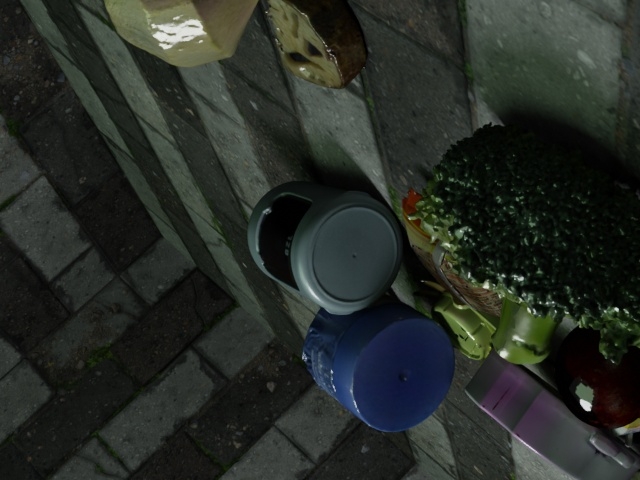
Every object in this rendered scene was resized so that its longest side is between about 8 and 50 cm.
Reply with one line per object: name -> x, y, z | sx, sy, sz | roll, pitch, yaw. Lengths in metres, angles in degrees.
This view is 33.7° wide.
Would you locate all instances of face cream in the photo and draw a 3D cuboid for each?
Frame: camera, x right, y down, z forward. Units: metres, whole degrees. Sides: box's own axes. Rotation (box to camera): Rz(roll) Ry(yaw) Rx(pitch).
face cream -> 0.117, 0.239, 2.176 | 0.249, 0.249, 0.225 | 55, 167, -28

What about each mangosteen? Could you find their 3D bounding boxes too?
mangosteen -> 0.450, 0.200, 1.580 | 0.200, 0.200, 0.200 | 43, 165, 14

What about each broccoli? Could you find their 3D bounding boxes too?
broccoli -> 0.270, 0.012, 1.453 | 0.397, 0.274, 0.353 | 137, 118, -83

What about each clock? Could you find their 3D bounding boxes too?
clock -> 0.285, 0.161, 2.109 | 0.232, 0.069, 0.170 | 44, 165, 13
clock -> 0.422, 0.334, 1.908 | 0.338, 0.102, 0.338 | 36, -177, -2

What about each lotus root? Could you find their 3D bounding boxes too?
lotus root -> -0.005, -0.318, 1.663 | 0.170, 0.074, 0.261 | 38, 164, 23

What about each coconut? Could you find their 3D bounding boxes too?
coconut -> -0.223, -0.411, 1.762 | 0.259, 0.259, 0.259 | 43, 165, 14

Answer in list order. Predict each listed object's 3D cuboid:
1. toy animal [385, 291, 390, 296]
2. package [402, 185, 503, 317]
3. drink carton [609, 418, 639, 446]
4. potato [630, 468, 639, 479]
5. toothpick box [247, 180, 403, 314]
toy animal -> 0.131, 0.236, 2.509 | 0.344, 0.194, 0.303 | 47, 161, 23
package -> 0.248, 0.041, 1.826 | 0.223, 0.108, 0.288 | 33, 163, 49
drink carton -> 0.511, 0.278, 1.748 | 0.200, 0.084, 0.075 | 75, 180, -61
potato -> 0.635, 0.496, 1.887 | 0.269, 0.112, 0.255 | 27, -160, -51
toothpick box -> 0.000, 0.000, 2.204 | 0.263, 0.263, 0.354 | 54, 165, -25
